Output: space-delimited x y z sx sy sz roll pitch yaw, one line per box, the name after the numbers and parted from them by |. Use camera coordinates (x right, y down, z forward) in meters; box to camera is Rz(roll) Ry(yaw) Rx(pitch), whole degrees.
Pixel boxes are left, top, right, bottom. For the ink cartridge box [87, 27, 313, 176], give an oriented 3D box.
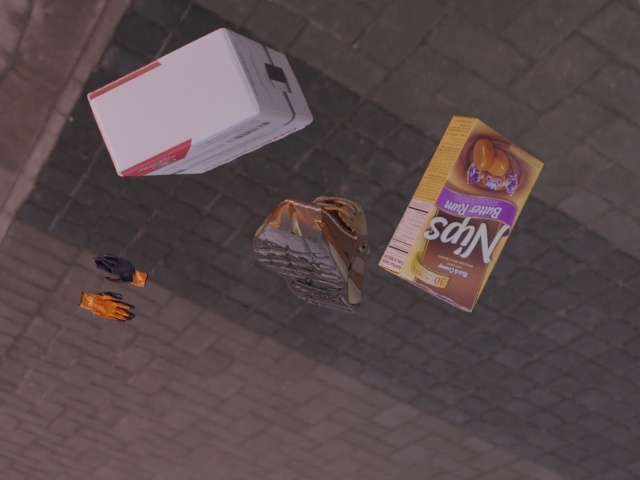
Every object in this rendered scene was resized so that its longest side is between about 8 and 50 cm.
-0.145 -0.172 1.174 0.197 0.273 0.114 -23 89 14 | ink cartridge box

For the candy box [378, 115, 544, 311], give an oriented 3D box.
0.155 -0.029 0.973 0.109 0.187 0.053 27 179 -28 | candy box

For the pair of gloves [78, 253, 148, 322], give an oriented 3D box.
-0.260 0.060 1.121 0.074 0.083 0.010 24 151 -20 | pair of gloves

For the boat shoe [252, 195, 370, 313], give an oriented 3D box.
0.000 0.000 1.132 0.122 0.120 0.324 18 167 11 | boat shoe
